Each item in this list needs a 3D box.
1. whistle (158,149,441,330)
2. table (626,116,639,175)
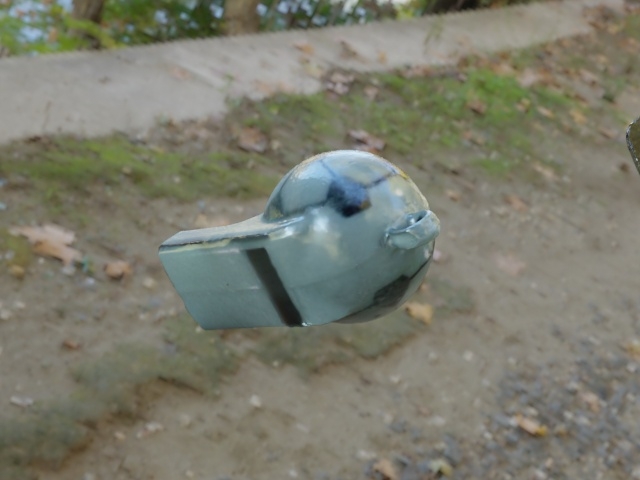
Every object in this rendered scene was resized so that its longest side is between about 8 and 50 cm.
[{"bbox_3d":[0.000,0.000,1.132,0.164,0.163,0.290,10,-9,-37],"label":"whistle"},{"bbox_3d":[0.637,-0.114,1.760,0.317,0.249,0.317,7,62,-14],"label":"table"}]
